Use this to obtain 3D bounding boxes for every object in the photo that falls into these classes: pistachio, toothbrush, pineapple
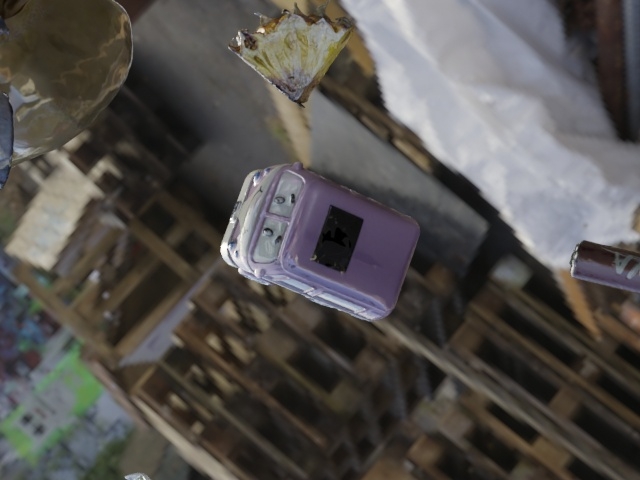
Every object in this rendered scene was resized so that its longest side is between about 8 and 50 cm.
[{"bbox_3d":[-0.226,-0.138,1.112,0.137,0.238,0.153,26,122,0],"label":"pistachio"},{"bbox_3d":[0.412,0.058,1.332,0.364,0.041,0.041,13,159,12],"label":"toothbrush"},{"bbox_3d":[-0.027,-0.205,1.585,0.069,0.137,0.116,-8,-92,-73],"label":"pineapple"}]

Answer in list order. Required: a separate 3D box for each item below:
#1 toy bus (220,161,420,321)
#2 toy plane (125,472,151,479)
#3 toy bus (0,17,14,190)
[{"bbox_3d":[0.000,0.000,1.684,0.202,0.142,0.142,23,174,-25],"label":"toy bus"},{"bbox_3d":[-0.189,0.335,1.544,0.101,0.251,0.255,39,123,-20],"label":"toy plane"},{"bbox_3d":[-0.244,0.029,0.721,0.138,0.288,0.175,3,178,-26],"label":"toy bus"}]
